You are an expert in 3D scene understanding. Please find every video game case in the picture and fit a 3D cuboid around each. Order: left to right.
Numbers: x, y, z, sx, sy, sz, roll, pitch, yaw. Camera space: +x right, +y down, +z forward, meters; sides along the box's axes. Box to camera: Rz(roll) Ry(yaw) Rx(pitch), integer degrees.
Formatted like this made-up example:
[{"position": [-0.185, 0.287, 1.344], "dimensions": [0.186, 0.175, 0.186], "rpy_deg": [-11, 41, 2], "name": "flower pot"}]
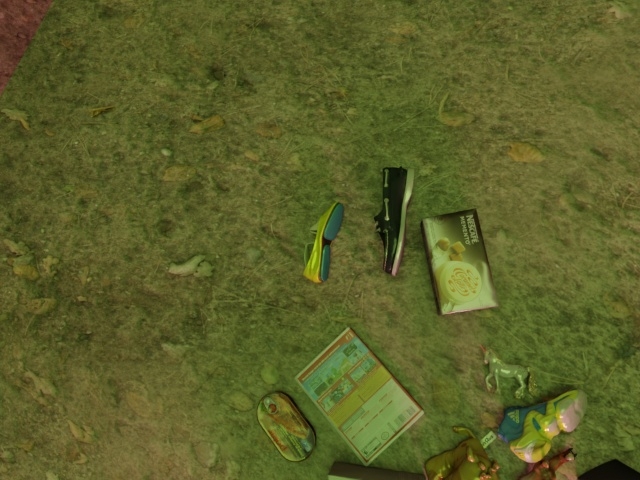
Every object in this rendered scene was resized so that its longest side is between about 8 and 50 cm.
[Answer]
[{"position": [0.097, 0.399, 1.162], "dimensions": [0.204, 0.025, 0.285], "rpy_deg": [-43, 76, 1], "name": "video game case"}]

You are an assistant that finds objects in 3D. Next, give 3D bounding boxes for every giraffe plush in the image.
[{"position": [0.347, 0.539, 1.014], "dimensions": [0.181, 0.170, 0.210], "rpy_deg": [30, 86, 14], "name": "giraffe plush"}]

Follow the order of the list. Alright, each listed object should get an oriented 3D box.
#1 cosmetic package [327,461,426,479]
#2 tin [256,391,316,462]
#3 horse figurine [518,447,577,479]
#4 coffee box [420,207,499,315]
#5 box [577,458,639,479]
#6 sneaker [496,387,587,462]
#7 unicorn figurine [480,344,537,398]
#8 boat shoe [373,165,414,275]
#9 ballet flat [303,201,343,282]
[{"position": [0.134, 0.607, 1.064], "dimensions": [0.237, 0.127, 0.107], "rpy_deg": [0, 78, 12], "name": "cosmetic package"}, {"position": [-0.090, 0.487, 1.174], "dimensions": [0.106, 0.040, 0.190], "rpy_deg": [-39, 75, -3], "name": "tin"}, {"position": [0.472, 0.573, 1.007], "dimensions": [0.066, 0.174, 0.264], "rpy_deg": [35, 96, 33], "name": "horse figurine"}, {"position": [0.349, 0.058, 1.142], "dimensions": [0.141, 0.098, 0.247], "rpy_deg": [-10, 78, 8], "name": "coffee box"}, {"position": [0.678, 0.605, 0.951], "dimensions": [0.108, 0.153, 0.207], "rpy_deg": [-28, 76, 4], "name": "box"}, {"position": [0.513, 0.407, 1.053], "dimensions": [0.240, 0.126, 0.091], "rpy_deg": [-25, 111, -25], "name": "sneaker"}, {"position": [0.450, 0.325, 1.101], "dimensions": [0.161, 0.060, 0.111], "rpy_deg": [11, 81, -4], "name": "unicorn figurine"}, {"position": [0.188, -0.055, 1.193], "dimensions": [0.091, 0.114, 0.303], "rpy_deg": [8, 69, 11], "name": "boat shoe"}, {"position": [0.000, 0.000, 1.234], "dimensions": [0.077, 0.077, 0.231], "rpy_deg": [10, 83, 29], "name": "ballet flat"}]
